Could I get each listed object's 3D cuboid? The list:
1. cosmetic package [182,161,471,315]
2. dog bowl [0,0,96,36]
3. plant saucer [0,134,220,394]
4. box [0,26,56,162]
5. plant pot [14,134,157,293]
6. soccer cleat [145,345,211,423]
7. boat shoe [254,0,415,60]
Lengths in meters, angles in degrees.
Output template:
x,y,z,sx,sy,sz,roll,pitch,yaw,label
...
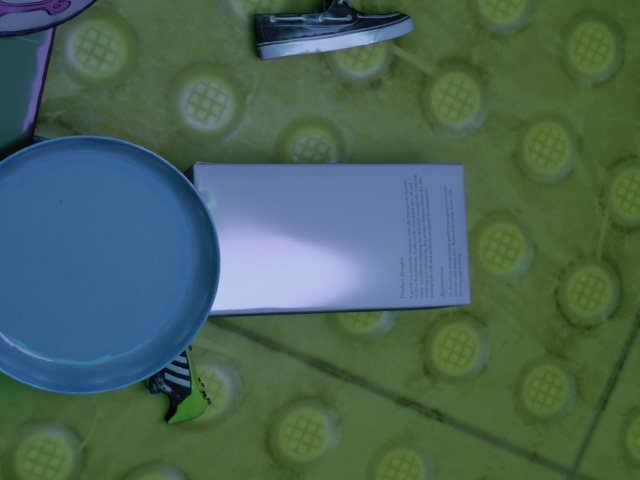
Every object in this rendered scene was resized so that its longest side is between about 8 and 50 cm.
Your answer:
x,y,z,sx,sy,sz,roll,pitch,yaw,label
0.000,0.000,1.691,0.365,0.155,0.197,0,85,-17,cosmetic package
-0.377,-0.445,1.452,0.408,0.150,0.408,11,68,-29,dog bowl
-0.277,0.028,1.515,0.317,0.044,0.318,-4,108,-13,plant saucer
-0.451,-0.105,1.559,0.191,0.143,0.382,11,91,-18,box
-0.308,0.012,1.607,0.165,0.166,0.234,15,98,-18,plant pot
-0.204,0.160,1.708,0.072,0.060,0.179,-22,105,-13,soccer cleat
0.020,-0.290,1.720,0.219,0.078,0.070,-11,100,-15,boat shoe
